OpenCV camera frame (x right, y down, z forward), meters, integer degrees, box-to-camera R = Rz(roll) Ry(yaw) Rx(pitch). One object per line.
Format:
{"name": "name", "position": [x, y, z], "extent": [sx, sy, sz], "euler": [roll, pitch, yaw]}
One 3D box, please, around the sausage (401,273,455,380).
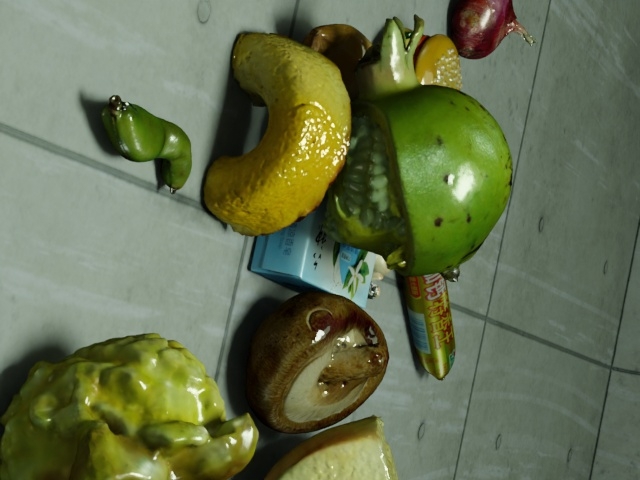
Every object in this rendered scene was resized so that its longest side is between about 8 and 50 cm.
{"name": "sausage", "position": [0.172, 0.101, 2.497], "extent": [0.082, 0.082, 0.371], "euler": [-58, 147, -39]}

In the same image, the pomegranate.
{"name": "pomegranate", "position": [0.115, -0.114, 1.946], "extent": [0.260, 0.260, 0.340], "euler": [-27, 113, -60]}

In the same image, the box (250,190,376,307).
{"name": "box", "position": [0.000, 0.000, 2.090], "extent": [0.232, 0.083, 0.142], "euler": [30, 71, -64]}

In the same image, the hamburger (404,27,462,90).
{"name": "hamburger", "position": [0.142, -0.236, 2.262], "extent": [0.162, 0.115, 0.162], "euler": [-28, 122, -59]}

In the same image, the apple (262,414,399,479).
{"name": "apple", "position": [0.030, 0.400, 2.102], "extent": [0.314, 0.252, 0.309], "euler": [-54, 172, -7]}

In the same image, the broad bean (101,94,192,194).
{"name": "broad bean", "position": [-0.191, -0.112, 1.690], "extent": [0.213, 0.048, 0.070], "euler": [45, 58, -63]}

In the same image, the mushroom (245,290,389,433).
{"name": "mushroom", "position": [-0.016, 0.156, 2.047], "extent": [0.231, 0.194, 0.138], "euler": [45, 15, -54]}

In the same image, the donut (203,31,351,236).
{"name": "donut", "position": [-0.043, -0.135, 1.873], "extent": [0.101, 0.152, 0.259], "euler": [23, 76, -57]}

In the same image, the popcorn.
{"name": "popcorn", "position": [-0.194, 0.212, 1.571], "extent": [0.237, 0.252, 0.205], "euler": [-50, 136, -53]}

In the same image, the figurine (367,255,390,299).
{"name": "figurine", "position": [0.072, 0.035, 2.234], "extent": [0.196, 0.108, 0.114], "euler": [-66, 156, -14]}

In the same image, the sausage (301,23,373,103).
{"name": "sausage", "position": [0.038, -0.213, 2.061], "extent": [0.328, 0.112, 0.112], "euler": [48, 56, -59]}

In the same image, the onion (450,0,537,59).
{"name": "onion", "position": [0.290, -0.354, 2.504], "extent": [0.150, 0.140, 0.150], "euler": [-53, 159, -30]}
